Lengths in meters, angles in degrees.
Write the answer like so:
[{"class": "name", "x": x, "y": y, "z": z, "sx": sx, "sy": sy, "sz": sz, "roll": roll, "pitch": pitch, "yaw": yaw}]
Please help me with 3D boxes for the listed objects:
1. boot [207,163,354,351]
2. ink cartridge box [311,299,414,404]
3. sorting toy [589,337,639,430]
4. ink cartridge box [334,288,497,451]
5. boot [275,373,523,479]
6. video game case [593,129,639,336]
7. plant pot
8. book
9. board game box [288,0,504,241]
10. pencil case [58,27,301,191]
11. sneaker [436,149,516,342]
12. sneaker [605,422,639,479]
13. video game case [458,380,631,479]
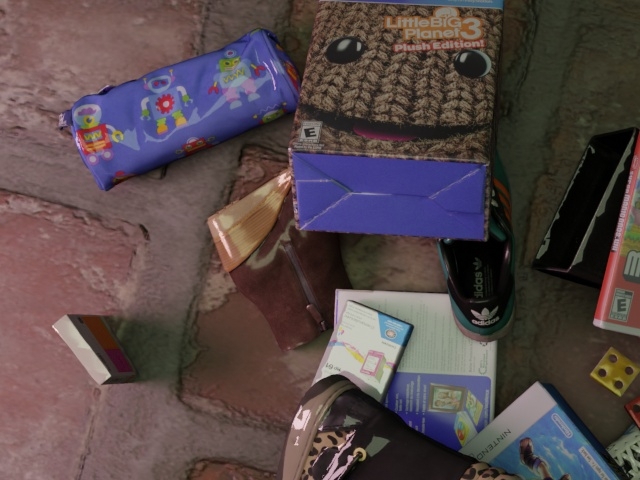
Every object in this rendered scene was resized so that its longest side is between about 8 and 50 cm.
[{"class": "boot", "x": 0.000, "y": 0.000, "z": 1.921, "sx": 0.248, "sy": 0.090, "sz": 0.206, "roll": -33, "pitch": 96, "yaw": -2}, {"class": "ink cartridge box", "x": 0.052, "y": 0.145, "z": 1.853, "sx": 0.089, "sy": 0.052, "sz": 0.122, "roll": 22, "pitch": 91, "yaw": 8}, {"class": "sorting toy", "x": 0.468, "y": 0.128, "z": 1.832, "sx": 0.275, "sy": 0.046, "sz": 0.132, "roll": -27, "pitch": 74, "yaw": -8}, {"class": "ink cartridge box", "x": 0.119, "y": 0.166, "z": 1.893, "sx": 0.208, "sy": 0.045, "sz": 0.206, "roll": 3, "pitch": 87, "yaw": 5}, {"class": "boot", "x": 0.076, "y": 0.375, "z": 1.759, "sx": 0.284, "sy": 0.138, "sz": 0.377, "roll": 21, "pitch": 106, "yaw": 30}, {"class": "video game case", "x": 0.441, "y": -0.019, "z": 1.734, "sx": 0.204, "sy": 0.025, "sz": 0.285, "roll": 12, "pitch": 92, "yaw": -18}, {"class": "plant pot", "x": 0.389, "y": -0.014, "z": 1.817, "sx": 0.167, "sy": 0.188, "sz": 0.187, "roll": 25, "pitch": 88, "yaw": -4}, {"class": "book", "x": -0.281, "y": 0.139, "z": 1.894, "sx": 0.035, "sy": 0.144, "sz": 0.096, "roll": -39, "pitch": 81, "yaw": 2}, {"class": "board game box", "x": 0.099, "y": -0.156, "z": 1.807, "sx": 0.232, "sy": 0.141, "sz": 0.291, "roll": 3, "pitch": 49, "yaw": 7}, {"class": "pencil case", "x": -0.176, "y": -0.174, "z": 1.924, "sx": 0.306, "sy": 0.119, "sz": 0.133, "roll": -21, "pitch": 74, "yaw": 5}, {"class": "sneaker", "x": 0.191, "y": -0.033, "z": 1.845, "sx": 0.108, "sy": 0.121, "sz": 0.302, "roll": -9, "pitch": 69, "yaw": 2}, {"class": "sneaker", "x": 0.366, "y": 0.289, "z": 1.835, "sx": 0.237, "sy": 0.086, "sz": 0.085, "roll": -39, "pitch": 80, "yaw": 1}, {"class": "video game case", "x": 0.259, "y": 0.347, "z": 1.775, "sx": 0.244, "sy": 0.061, "sz": 0.269, "roll": -44, "pitch": 64, "yaw": 14}]
